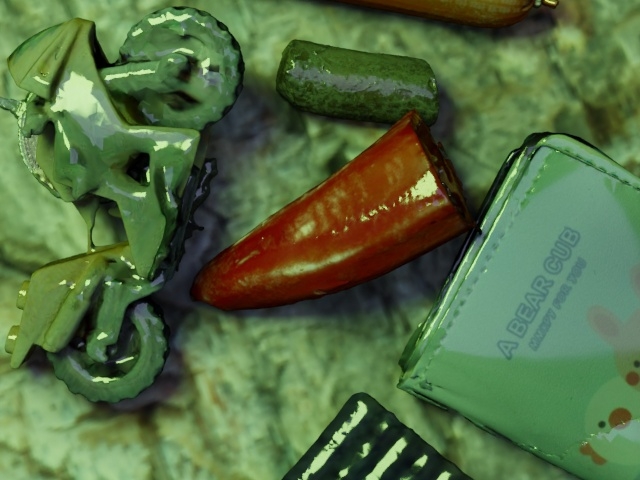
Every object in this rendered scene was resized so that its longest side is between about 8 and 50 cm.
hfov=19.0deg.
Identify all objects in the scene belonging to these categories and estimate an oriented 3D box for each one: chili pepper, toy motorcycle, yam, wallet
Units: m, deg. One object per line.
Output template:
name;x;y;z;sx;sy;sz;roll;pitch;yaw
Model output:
chili pepper;-0.002;-0.004;1.084;0.169;0.088;0.065;-28;128;12
toy motorcycle;-0.126;-0.027;1.072;0.130;0.094;0.229;16;99;-1
yam;0.022;-0.091;1.111;0.094;0.043;0.043;7;84;-5
wallet;0.190;0.063;1.094;0.250;0.075;0.176;28;89;0

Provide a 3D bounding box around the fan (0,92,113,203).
fan;-0.157;-0.071;1.115;0.133;0.005;0.085;19;84;-3

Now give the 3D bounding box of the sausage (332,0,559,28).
sausage;-0.032;-0.172;1.110;0.348;0.053;0.053;10;84;-3

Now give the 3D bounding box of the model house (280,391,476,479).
model house;0.055;0.226;0.949;0.280;0.312;0.245;41;86;-1
